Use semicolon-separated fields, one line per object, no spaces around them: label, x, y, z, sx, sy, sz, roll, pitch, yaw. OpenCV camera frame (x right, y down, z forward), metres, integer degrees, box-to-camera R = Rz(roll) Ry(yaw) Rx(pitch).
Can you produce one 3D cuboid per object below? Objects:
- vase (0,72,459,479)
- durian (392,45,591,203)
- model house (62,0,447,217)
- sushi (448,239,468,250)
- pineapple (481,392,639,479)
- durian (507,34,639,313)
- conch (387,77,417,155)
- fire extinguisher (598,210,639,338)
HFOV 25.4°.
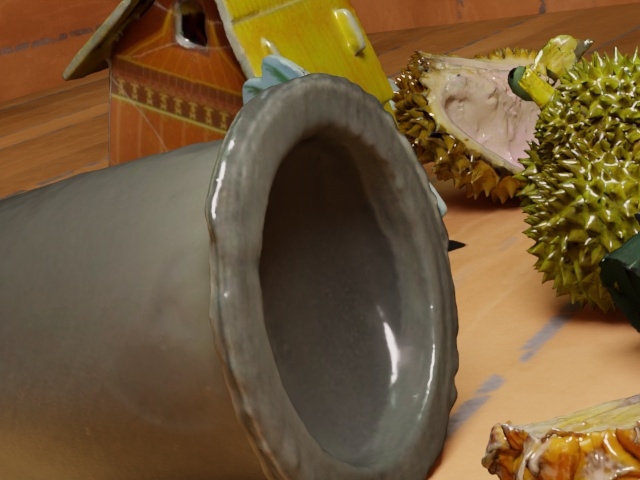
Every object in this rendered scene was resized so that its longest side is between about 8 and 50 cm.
vase;-0.097;0.045;0.815;0.291;0.245;0.245;-8;12;32
durian;0.165;-0.108;1.429;0.250;0.183;0.138;-4;-17;-43
model house;0.004;-0.089;1.046;0.340;0.323;0.300;19;30;28
sushi;0.000;0.000;1.298;0.210;0.040;0.193;-16;15;-26
pineapple;0.145;0.104;0.694;0.116;0.069;0.137;-21;16;-38
durian;0.220;-0.043;0.985;0.159;0.198;0.146;-7;17;-11
conch;0.008;-0.092;1.509;0.221;0.121;0.185;-16;17;1
fire extinguisher;0.312;-0.043;0.884;0.294;0.093;0.118;-38;34;-7
